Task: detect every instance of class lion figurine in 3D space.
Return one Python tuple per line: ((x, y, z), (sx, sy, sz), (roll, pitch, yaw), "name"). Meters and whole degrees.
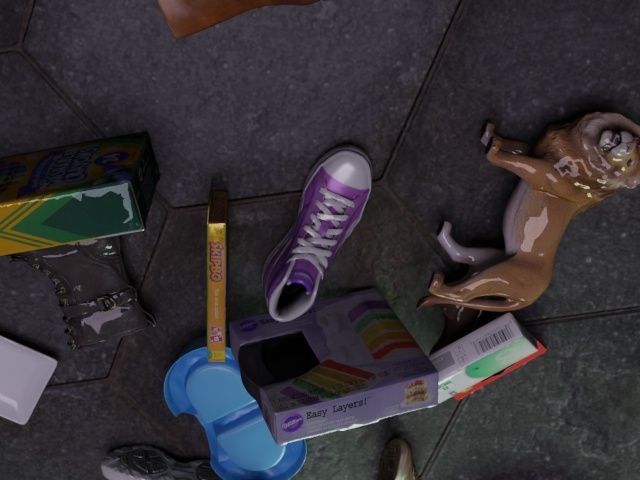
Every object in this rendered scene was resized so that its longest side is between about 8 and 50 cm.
((0.320, -0.028, 1.649), (0.240, 0.142, 0.392), (22, 107, -8), "lion figurine")

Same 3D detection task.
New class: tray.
((-0.579, 0.191, 1.801), (0.270, 0.030, 0.145), (26, 113, -14), "tray")

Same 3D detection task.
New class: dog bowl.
((-0.139, 0.280, 1.833), (0.166, 0.074, 0.297), (-27, 113, 10), "dog bowl")

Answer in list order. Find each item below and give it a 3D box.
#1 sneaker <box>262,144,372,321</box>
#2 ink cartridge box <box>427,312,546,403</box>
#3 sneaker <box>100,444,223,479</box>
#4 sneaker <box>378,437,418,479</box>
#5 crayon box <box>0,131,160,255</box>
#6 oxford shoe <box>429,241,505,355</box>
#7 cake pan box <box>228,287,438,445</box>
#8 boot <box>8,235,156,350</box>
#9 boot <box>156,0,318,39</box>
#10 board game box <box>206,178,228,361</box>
((0.001, 0.001, 1.657), (0.102, 0.161, 0.282), (23, 111, -10), "sneaker")
((0.266, 0.207, 1.756), (0.181, 0.056, 0.225), (-31, 147, 13), "ink cartridge box")
((-0.269, 0.429, 1.894), (0.232, 0.090, 0.115), (16, 117, -8), "sneaker")
((0.143, 0.419, 1.923), (0.071, 0.066, 0.188), (-1, 122, -20), "sneaker")
((-0.407, -0.061, 1.590), (0.323, 0.203, 0.083), (-11, 115, 3), "crayon box")
((0.220, 0.101, 1.761), (0.096, 0.083, 0.227), (24, 103, -5), "oxford shoe")
((0.010, 0.184, 1.660), (0.267, 0.246, 0.070), (-12, 121, -15), "cake pan box")
((-0.403, 0.071, 1.715), (0.263, 0.091, 0.229), (-8, 115, 0), "boot")
((-0.115, -0.431, 1.507), (0.280, 0.096, 0.264), (-11, 123, 11), "boot")
((-0.158, 0.044, 1.691), (0.039, 0.124, 0.259), (-1, 116, -3), "board game box")
